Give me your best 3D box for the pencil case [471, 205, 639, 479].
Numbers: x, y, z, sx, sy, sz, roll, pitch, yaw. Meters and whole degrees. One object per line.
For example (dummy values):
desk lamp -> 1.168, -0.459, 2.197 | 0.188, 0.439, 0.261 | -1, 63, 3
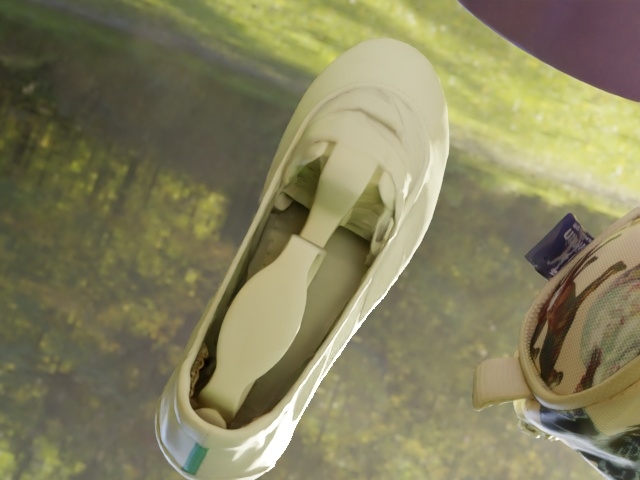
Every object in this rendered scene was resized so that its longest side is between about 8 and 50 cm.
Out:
pencil case -> 0.268, 0.154, 0.790 | 0.410, 0.183, 0.160 | 49, -151, -22

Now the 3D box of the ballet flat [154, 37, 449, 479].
ballet flat -> 0.000, 0.000, 1.063 | 0.139, 0.400, 0.139 | 25, 162, 9

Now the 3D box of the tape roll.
tape roll -> 0.147, -0.154, 0.714 | 0.189, 0.080, 0.189 | 18, -146, -13
